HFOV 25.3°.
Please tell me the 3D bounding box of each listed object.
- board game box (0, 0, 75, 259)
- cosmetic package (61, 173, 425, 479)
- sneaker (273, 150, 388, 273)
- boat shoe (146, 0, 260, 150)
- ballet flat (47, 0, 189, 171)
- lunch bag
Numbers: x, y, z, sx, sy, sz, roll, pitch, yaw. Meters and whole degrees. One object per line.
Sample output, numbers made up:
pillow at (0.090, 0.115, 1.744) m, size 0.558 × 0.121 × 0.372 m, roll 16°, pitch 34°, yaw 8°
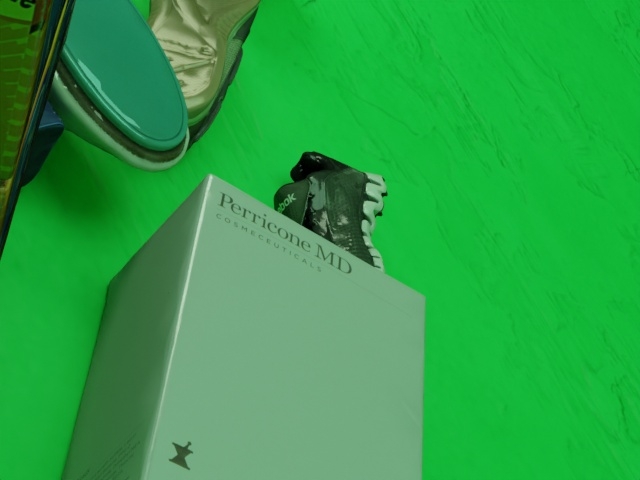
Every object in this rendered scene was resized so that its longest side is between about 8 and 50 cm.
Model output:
board game box at (-0.315, -0.190, 0.803) m, size 0.356 × 0.356 × 0.356 m, roll 14°, pitch 43°, yaw -10°
cosmetic package at (-0.054, 0.163, 0.983) m, size 0.217 × 0.156 × 0.385 m, roll 28°, pitch 40°, yaw -21°
sneaker at (0.000, 0.000, 1.274) m, size 0.106 × 0.078 × 0.234 m, roll 30°, pitch 34°, yaw -18°
boat shoe at (-0.119, -0.182, 1.312) m, size 0.103 × 0.092 × 0.285 m, roll 17°, pitch 43°, yaw -7°
ballet flat at (-0.248, -0.204, 1.166) m, size 0.400 × 0.139 × 0.139 m, roll 57°, pitch 36°, yaw 6°
lunch bag at (-0.244, -0.086, 1.078) m, size 0.067 × 0.098 × 0.065 m, roll -20°, pitch 68°, yaw -47°
